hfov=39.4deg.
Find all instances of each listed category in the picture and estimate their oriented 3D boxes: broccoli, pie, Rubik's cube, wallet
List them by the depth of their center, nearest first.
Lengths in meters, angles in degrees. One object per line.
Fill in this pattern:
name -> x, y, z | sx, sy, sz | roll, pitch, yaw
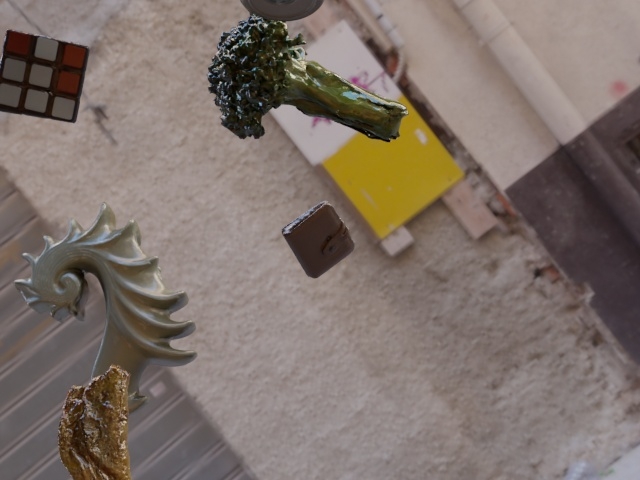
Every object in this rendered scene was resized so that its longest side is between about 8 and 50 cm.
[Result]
pie -> -0.264, 0.228, 1.060 | 0.092, 0.169, 0.034 | 3, -27, -15
broccoli -> -0.030, -0.207, 1.268 | 0.198, 0.275, 0.177 | 20, 90, 68
wallet -> 0.000, 0.000, 1.714 | 0.118, 0.152, 0.039 | -38, 45, -5
Rubik's cube -> -0.558, -0.324, 1.787 | 0.160, 0.162, 0.163 | -153, 76, -71

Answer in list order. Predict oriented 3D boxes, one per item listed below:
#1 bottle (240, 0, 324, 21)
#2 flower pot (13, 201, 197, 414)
bottle -> -0.050, -0.397, 1.110 | 0.110, 0.233, 0.110 | -2, -21, -1
flower pot -> -0.389, 0.129, 1.696 | 0.254, 0.367, 0.164 | -36, -7, -12
